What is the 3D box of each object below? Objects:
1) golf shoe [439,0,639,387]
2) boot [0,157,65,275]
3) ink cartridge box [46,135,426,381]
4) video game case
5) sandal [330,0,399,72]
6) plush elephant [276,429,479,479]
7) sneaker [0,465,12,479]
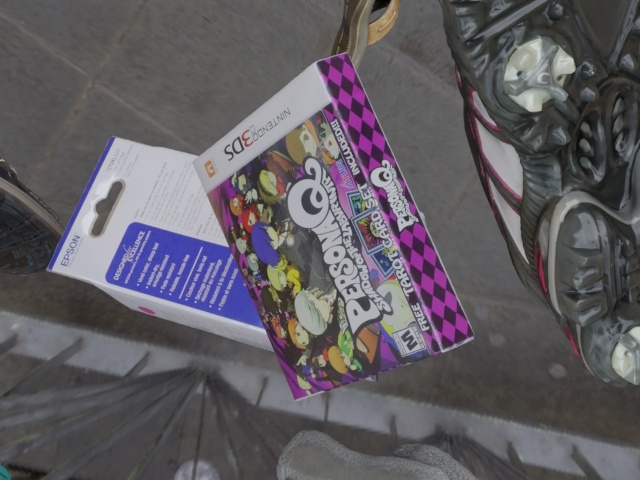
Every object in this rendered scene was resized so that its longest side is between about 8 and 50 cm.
[{"bbox_3d":[0.081,-0.072,0.382,0.105,0.120,0.273,-24,123,-10],"label":"golf shoe"},{"bbox_3d":[-0.431,-0.148,1.217,0.138,0.284,0.377,-27,139,24],"label":"boot"},{"bbox_3d":[-0.088,0.012,1.120,0.371,0.069,0.176,16,69,14],"label":"ink cartridge box"},{"bbox_3d":[0.000,0.000,0.841,0.042,0.210,0.232,-21,86,-36],"label":"video game case"},{"bbox_3d":[0.049,-0.216,1.022,0.049,0.072,0.180,5,129,-12],"label":"sandal"},{"bbox_3d":[0.115,0.310,0.820,0.330,0.272,0.255,-11,129,21],"label":"plush elephant"},{"bbox_3d":[-0.245,0.266,0.814,0.295,0.178,0.124,46,73,-10],"label":"sneaker"}]
